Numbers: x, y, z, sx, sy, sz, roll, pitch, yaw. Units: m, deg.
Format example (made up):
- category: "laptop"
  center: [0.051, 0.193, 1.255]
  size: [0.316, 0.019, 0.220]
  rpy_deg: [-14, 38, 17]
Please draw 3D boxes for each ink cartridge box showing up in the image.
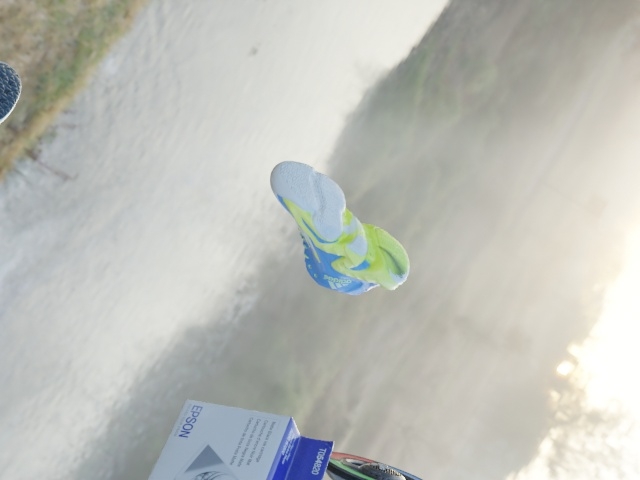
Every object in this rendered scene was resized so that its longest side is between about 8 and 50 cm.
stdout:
- category: "ink cartridge box"
  center: [-0.114, 0.321, 1.531]
  size: [0.223, 0.224, 0.045]
  rpy_deg: [-68, 162, -50]

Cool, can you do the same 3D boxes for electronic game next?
- category: "electronic game"
  center: [0.108, 0.420, 1.995]
  size: [0.229, 0.229, 0.048]
  rpy_deg: [19, 88, -81]

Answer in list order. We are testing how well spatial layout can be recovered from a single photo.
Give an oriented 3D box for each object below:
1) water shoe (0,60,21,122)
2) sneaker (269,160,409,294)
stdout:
- category: "water shoe"
  center: [-0.467, -0.154, 1.462]
  size: [0.080, 0.073, 0.203]
  rpy_deg: [-8, -136, 43]
- category: "sneaker"
  center: [0.000, 0.000, 1.504]
  size: [0.126, 0.240, 0.091]
  rpy_deg: [-32, -155, 40]
